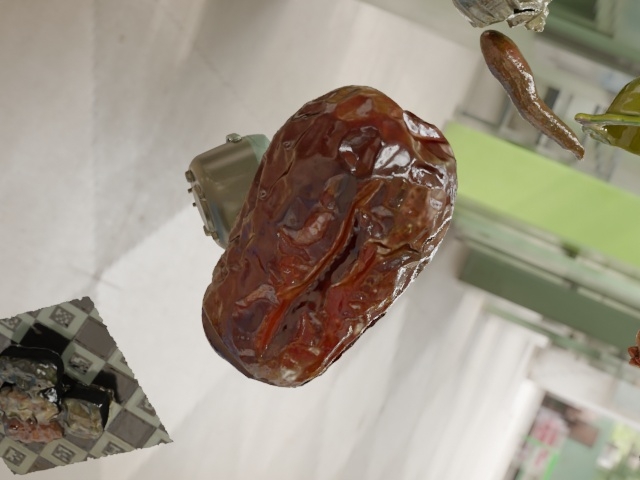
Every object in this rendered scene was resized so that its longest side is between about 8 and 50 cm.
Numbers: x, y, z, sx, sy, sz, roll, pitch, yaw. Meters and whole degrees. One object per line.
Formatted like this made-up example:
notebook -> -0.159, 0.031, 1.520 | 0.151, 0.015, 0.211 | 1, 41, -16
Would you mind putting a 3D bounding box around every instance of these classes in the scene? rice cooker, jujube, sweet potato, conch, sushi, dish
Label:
rice cooker -> -0.099, -0.060, 1.885 | 0.206, 0.127, 0.145 | -146, -142, -70
jujube -> 0.000, 0.000, 1.605 | 0.342, 0.216, 0.216 | -58, 168, 9
sweet potato -> 0.276, -0.188, 1.945 | 0.050, 0.214, 0.050 | -36, 180, 0
conch -> 0.221, -0.339, 1.879 | 0.130, 0.207, 0.155 | -41, -160, 0
sushi -> -0.322, 0.188, 1.722 | 0.219, 0.231, 0.047 | 64, 24, -26
dish -> 0.358, -0.128, 1.480 | 0.149, 0.208, 0.080 | 154, -50, -77

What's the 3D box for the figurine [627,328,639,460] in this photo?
figurine -> 0.390, 0.163, 1.585 | 0.111, 0.102, 0.195 | -30, 121, -20
